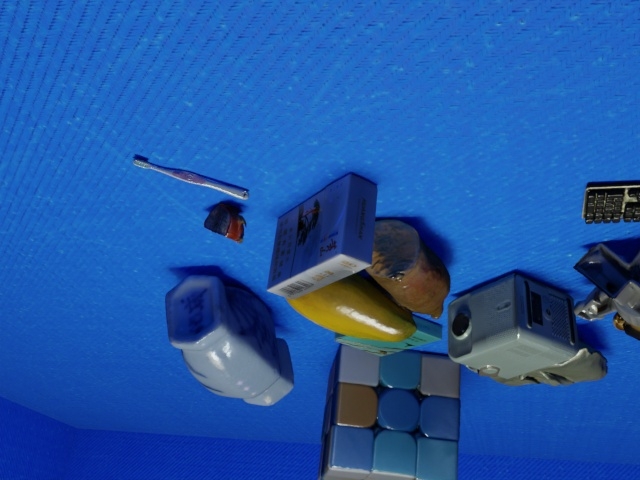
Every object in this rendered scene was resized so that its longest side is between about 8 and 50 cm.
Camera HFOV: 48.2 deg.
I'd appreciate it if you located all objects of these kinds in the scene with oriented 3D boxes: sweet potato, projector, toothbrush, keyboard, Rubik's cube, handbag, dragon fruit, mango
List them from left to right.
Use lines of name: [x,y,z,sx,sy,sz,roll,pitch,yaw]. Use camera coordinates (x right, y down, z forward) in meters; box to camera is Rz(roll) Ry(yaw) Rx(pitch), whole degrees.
toothbrush: [-0.218,-0.105,1.220,0.204,0.017,0.022,17,172,-19]
dragon fruit: [-0.167,-0.033,1.310,0.056,0.060,0.083,21,178,-40]
mango: [0.046,0.122,1.432,0.317,0.119,0.176,23,151,17]
Rubik's cube: [0.186,0.513,2.014,0.344,0.346,0.347,7,154,-1]
sweet potato: [0.191,0.079,1.376,0.131,0.131,0.337,-8,151,29]
projector: [0.390,0.187,1.503,0.177,0.163,0.242,21,148,-24]
handbag: [0.534,0.295,1.753,0.316,0.109,0.253,-13,152,34]
keyboard: [0.573,-0.059,1.106,0.317,0.027,0.106,-2,152,16]

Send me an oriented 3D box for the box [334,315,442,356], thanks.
box: [0.165,0.232,1.786,0.162,0.041,0.229,23,150,-29]

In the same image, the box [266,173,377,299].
box: [0.001,0.000,1.228,0.067,0.149,0.233,19,152,-29]

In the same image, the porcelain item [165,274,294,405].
porcelain item: [-0.208,0.244,1.686,0.178,0.242,0.405,-21,145,12]

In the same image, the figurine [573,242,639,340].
figurine: [0.607,0.106,1.309,0.308,0.143,0.308,23,161,8]

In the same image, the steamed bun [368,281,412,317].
steamed bun: [0.106,0.156,1.571,0.175,0.106,0.145,-1,153,20]
